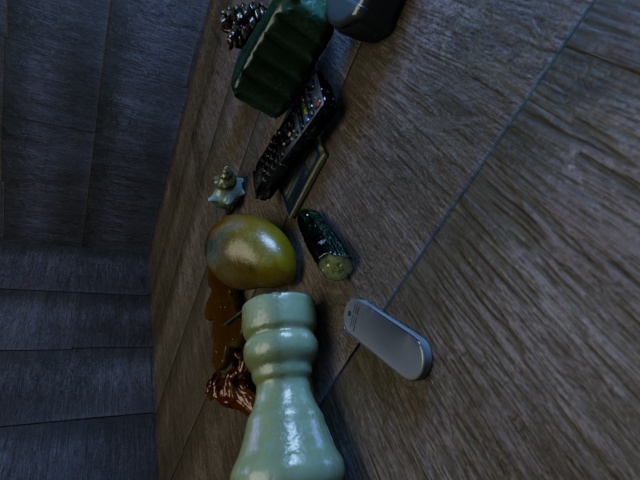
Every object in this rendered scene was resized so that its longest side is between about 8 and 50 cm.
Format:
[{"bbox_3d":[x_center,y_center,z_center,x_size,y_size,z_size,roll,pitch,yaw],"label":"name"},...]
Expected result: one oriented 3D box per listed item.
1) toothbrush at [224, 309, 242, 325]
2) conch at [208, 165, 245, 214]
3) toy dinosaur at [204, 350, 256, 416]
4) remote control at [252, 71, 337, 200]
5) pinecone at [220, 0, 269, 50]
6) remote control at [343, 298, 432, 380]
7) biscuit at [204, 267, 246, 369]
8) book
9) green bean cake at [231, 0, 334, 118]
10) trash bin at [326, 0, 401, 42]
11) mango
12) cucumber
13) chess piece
[{"bbox_3d":[-0.266,0.242,1.318,0.167,0.011,0.014,-39,58,40],"label":"toothbrush"},{"bbox_3d":[-0.347,-0.173,1.549,0.114,0.137,0.233,26,121,29],"label":"conch"},{"bbox_3d":[-0.239,0.436,1.233,0.432,0.097,0.208,7,81,53],"label":"toy dinosaur"},{"bbox_3d":[-0.079,-0.257,1.118,0.399,0.062,0.144,-43,48,45],"label":"remote control"},{"bbox_3d":[-0.229,-0.694,1.375,0.184,0.205,0.179,167,112,-76],"label":"pinecone"},{"bbox_3d":[0.113,0.174,0.764,0.245,0.022,0.077,26,104,60],"label":"remote control"},{"bbox_3d":[-0.329,0.213,1.478,0.283,0.064,0.431,-52,42,32],"label":"biscuit"},{"bbox_3d":[-0.078,-0.248,1.195,0.228,0.018,0.322,-57,38,35],"label":"book"},{"bbox_3d":[-0.096,-0.510,1.094,0.307,0.169,0.300,-51,26,29],"label":"green bean cake"},{"bbox_3d":[0.109,-0.541,0.859,0.236,0.101,0.176,-62,34,28],"label":"trash bin"},{"bbox_3d":[-0.206,0.036,1.187,0.384,0.199,0.221,21,94,47],"label":"mango"},{"bbox_3d":[0.000,-0.001,0.953,0.074,0.075,0.241,-68,30,25],"label":"cucumber"},{"bbox_3d":[-0.075,0.337,0.879,0.234,0.234,0.441,-45,42,47],"label":"chess piece"}]
